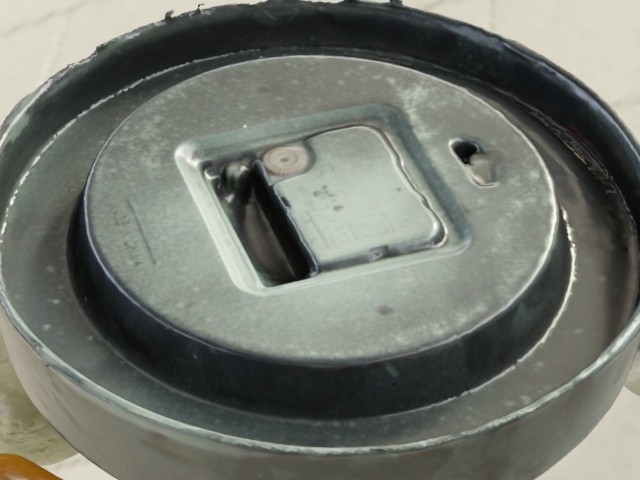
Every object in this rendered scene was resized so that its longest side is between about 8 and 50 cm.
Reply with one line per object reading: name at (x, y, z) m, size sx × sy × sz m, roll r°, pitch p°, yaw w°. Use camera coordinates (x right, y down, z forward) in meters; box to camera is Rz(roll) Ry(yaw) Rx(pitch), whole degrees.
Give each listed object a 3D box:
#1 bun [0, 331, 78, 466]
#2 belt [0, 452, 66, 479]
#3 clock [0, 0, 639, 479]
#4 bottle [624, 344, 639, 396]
bun at (-0.243, 0.058, 1.446) m, size 0.141 × 0.239 × 0.239 m, roll -14°, pitch 35°, yaw 4°
belt at (-0.218, 0.276, 1.314) m, size 0.105 × 0.261 × 0.184 m, roll 25°, pitch 22°, yaw 27°
clock at (0.000, 0.000, 1.069) m, size 0.386 × 0.076 × 0.386 m, roll 1°, pitch 43°, yaw -1°
bottle at (0.307, 0.036, 1.338) m, size 0.233 × 0.110 × 0.110 m, roll -28°, pitch 23°, yaw 50°
